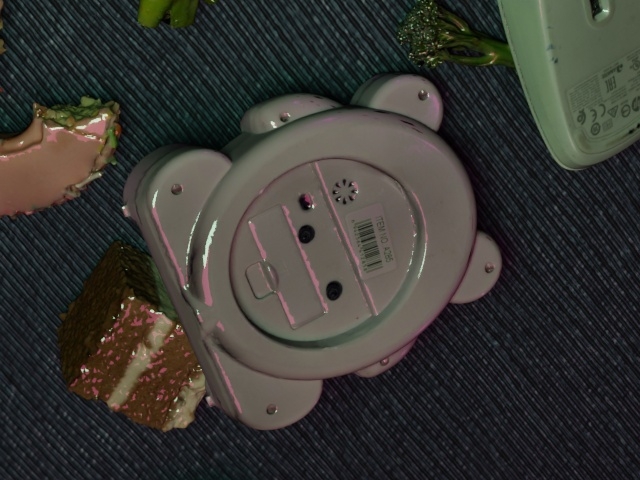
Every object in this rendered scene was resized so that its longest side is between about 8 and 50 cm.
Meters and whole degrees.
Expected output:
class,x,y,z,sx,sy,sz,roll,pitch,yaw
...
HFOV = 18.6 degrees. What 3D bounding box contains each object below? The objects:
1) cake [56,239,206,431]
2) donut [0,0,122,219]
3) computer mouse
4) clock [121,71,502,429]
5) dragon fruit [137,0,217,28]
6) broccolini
class,x,y,z,sx,sy,sz,roll,pitch,yaw
cake,-0.175,0.100,1.996,0.147,0.134,0.135,24,112,-26
donut,-0.318,-0.125,1.895,0.199,0.085,0.233,-37,113,15
computer mouse,0.236,-0.212,1.856,0.159,0.097,0.288,-33,123,-27
clock,0.000,0.000,1.900,0.322,0.113,0.295,-27,106,-15
dragon fruit,-0.106,-0.334,1.759,0.198,0.200,0.269,21,137,12
broccolini,0.179,-0.174,1.904,0.216,0.058,0.067,21,111,-13
